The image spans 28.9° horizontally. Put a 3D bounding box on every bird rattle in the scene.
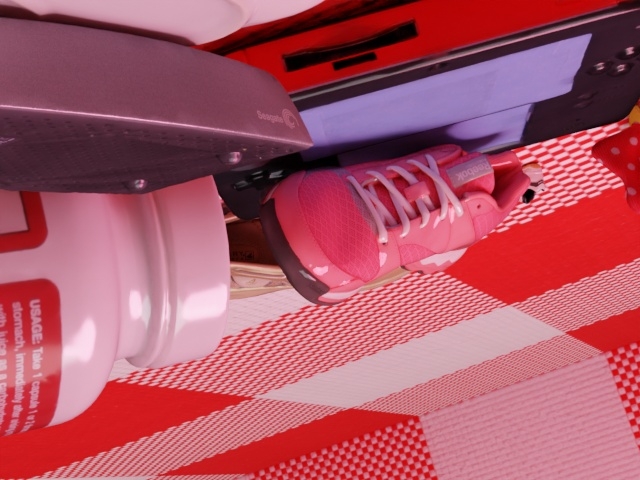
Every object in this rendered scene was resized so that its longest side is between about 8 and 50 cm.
[{"bbox_3d":[0.380,-0.062,1.199,0.143,0.207,0.253,-38,-176,22],"label":"bird rattle"}]

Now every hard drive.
[{"bbox_3d":[-0.145,-0.064,0.656,0.172,0.054,0.254,-12,171,41],"label":"hard drive"}]

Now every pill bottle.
[{"bbox_3d":[-0.279,0.028,0.824,0.407,0.229,0.229,-8,162,-26],"label":"pill bottle"}]

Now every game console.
[{"bbox_3d":[0.090,-0.108,1.021,0.386,0.060,0.342,-14,164,2],"label":"game console"}]

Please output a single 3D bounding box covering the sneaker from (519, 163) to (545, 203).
[{"bbox_3d":[0.220,-0.055,1.392,0.032,0.037,0.083,-9,164,-31],"label":"sneaker"}]

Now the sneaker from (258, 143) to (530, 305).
[{"bbox_3d":[0.069,-0.037,1.026,0.136,0.116,0.314,-33,169,32],"label":"sneaker"}]

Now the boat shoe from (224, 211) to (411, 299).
[{"bbox_3d":[0.000,0.000,1.233,0.285,0.105,0.089,-13,166,-9],"label":"boat shoe"}]

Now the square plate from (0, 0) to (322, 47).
[{"bbox_3d":[-0.191,-0.124,0.560,0.347,0.049,0.344,-8,173,17],"label":"square plate"}]
